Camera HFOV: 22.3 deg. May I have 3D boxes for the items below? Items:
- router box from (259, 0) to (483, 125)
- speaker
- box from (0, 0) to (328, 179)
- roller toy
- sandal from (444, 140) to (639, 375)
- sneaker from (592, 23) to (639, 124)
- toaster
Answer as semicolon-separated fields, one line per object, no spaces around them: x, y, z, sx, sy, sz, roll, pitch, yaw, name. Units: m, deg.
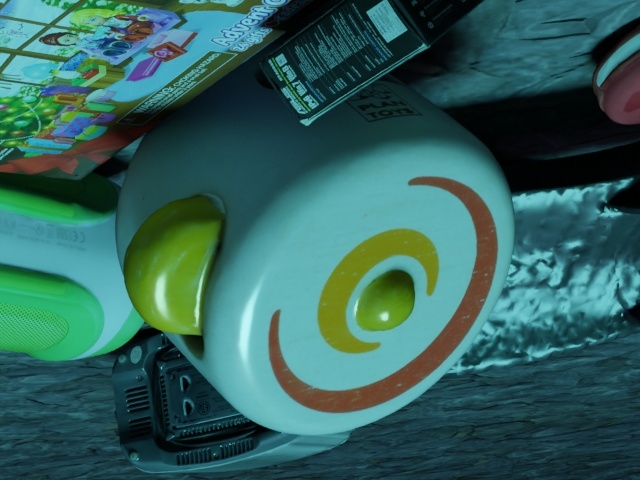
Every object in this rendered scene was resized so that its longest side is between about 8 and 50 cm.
0.042;-0.110;0.732;0.122;0.038;0.092;-42;-172;-40;router box
-0.232;-0.003;0.936;0.131;0.131;0.296;-19;159;36;speaker
-0.133;-0.109;0.742;0.201;0.057;0.293;6;159;-34;box
0.000;0.000;0.873;0.191;0.146;0.209;-44;136;-4;roller toy
0.249;0.002;0.978;0.446;0.107;0.167;-18;121;7;sandal
0.255;-0.073;0.881;0.221;0.128;0.087;-20;158;35;sneaker
-0.063;0.137;1.455;0.227;0.129;0.146;-16;165;22;toaster
